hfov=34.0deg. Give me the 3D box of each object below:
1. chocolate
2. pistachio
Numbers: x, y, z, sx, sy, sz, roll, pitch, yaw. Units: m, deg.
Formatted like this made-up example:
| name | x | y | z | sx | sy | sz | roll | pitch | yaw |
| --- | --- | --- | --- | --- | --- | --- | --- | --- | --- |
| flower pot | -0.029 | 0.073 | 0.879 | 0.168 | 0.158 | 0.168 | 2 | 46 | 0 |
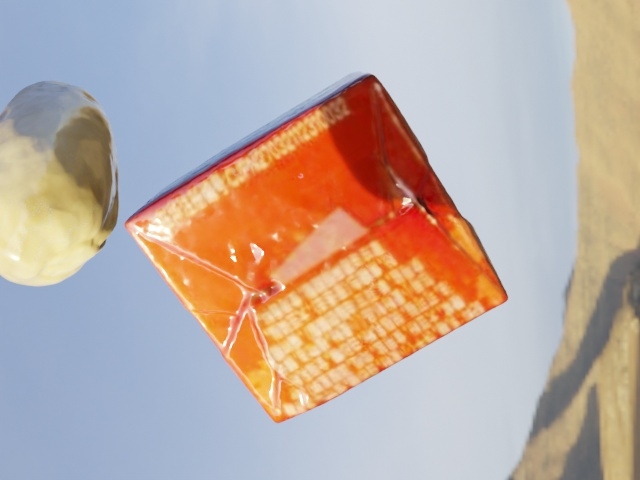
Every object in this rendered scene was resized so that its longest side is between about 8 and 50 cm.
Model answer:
| name | x | y | z | sx | sy | sz | roll | pitch | yaw |
| --- | --- | --- | --- | --- | --- | --- | --- | --- | --- |
| chocolate | 0.000 | 0.000 | 0.887 | 0.235 | 0.237 | 0.108 | 54 | -167 | -22 |
| pistachio | -0.341 | -0.072 | 1.283 | 0.299 | 0.187 | 0.187 | -105 | -4 | -45 |
